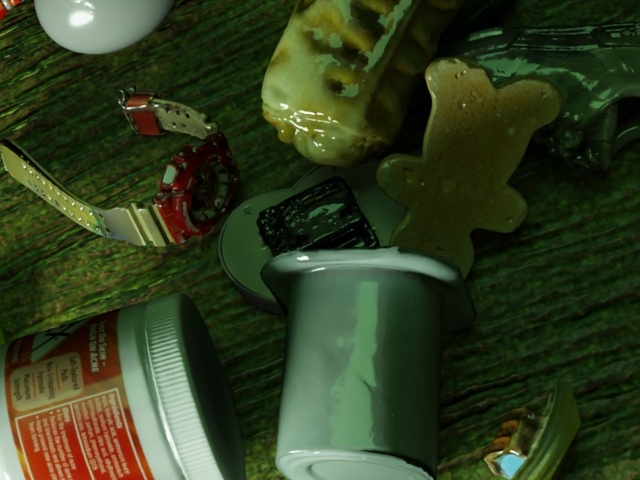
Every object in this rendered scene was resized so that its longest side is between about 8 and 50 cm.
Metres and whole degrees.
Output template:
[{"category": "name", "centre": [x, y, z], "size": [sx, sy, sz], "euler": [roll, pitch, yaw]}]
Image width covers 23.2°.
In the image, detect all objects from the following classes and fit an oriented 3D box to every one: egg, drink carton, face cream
[{"category": "egg", "centre": [-0.231, -0.294, 1.746], "size": [0.146, 0.146, 0.199], "euler": [36, 65, 30]}, {"category": "drink carton", "centre": [0.032, 0.122, 1.405], "size": [0.185, 0.191, 0.189], "euler": [3, 66, 14]}, {"category": "face cream", "centre": [-0.184, 0.166, 1.414], "size": [0.187, 0.201, 0.201], "euler": [-17, 56, 4]}]

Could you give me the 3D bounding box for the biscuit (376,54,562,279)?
[{"category": "biscuit", "centre": [0.131, -0.059, 1.501], "size": [0.153, 0.030, 0.234], "euler": [16, 101, -6]}]

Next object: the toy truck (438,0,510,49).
[{"category": "toy truck", "centre": [0.094, -0.242, 1.660], "size": [0.242, 0.101, 0.125], "euler": [-38, 66, -12]}]

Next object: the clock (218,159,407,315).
[{"category": "clock", "centre": [0.000, 0.000, 1.554], "size": [0.198, 0.064, 0.172], "euler": [-27, 55, -2]}]

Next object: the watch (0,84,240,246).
[{"category": "watch", "centre": [-0.208, -0.087, 1.655], "size": [0.268, 0.102, 0.165], "euler": [29, 63, 37]}]

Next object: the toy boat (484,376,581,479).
[{"category": "toy boat", "centre": [0.179, 0.197, 1.384], "size": [0.066, 0.065, 0.172], "euler": [27, 63, 13]}]

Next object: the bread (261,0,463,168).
[{"category": "bread", "centre": [0.042, -0.199, 1.523], "size": [0.152, 0.130, 0.267], "euler": [27, 80, -13]}]

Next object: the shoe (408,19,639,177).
[{"category": "shoe", "centre": [0.229, -0.127, 1.545], "size": [0.293, 0.109, 0.149], "euler": [-9, 57, 9]}]

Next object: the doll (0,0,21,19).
[{"category": "doll", "centre": [-0.317, -0.332, 1.845], "size": [0.195, 0.062, 0.104], "euler": [-39, 15, -5]}]

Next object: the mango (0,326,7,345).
[{"category": "mango", "centre": [-0.356, 0.107, 1.582], "size": [0.073, 0.056, 0.108], "euler": [-27, 53, -10]}]
